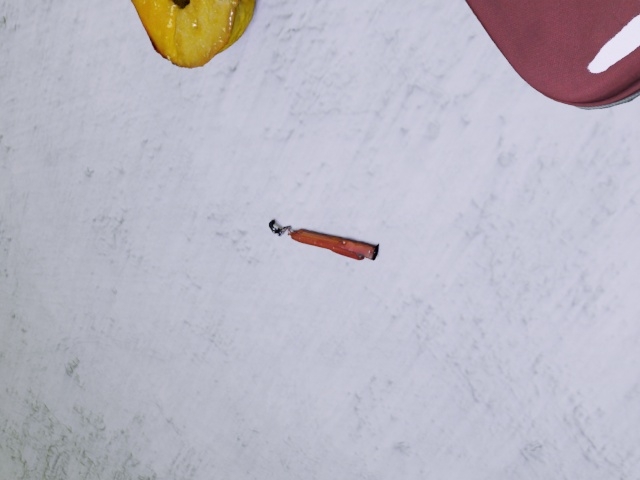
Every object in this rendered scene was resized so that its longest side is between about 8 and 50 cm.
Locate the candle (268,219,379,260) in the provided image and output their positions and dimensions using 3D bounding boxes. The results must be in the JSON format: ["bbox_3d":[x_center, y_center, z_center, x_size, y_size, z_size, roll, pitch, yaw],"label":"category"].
[{"bbox_3d":[0.000,0.001,1.218,0.167,0.021,0.026,14,121,29],"label":"candle"}]

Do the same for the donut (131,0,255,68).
[{"bbox_3d":[-0.155,-0.311,1.122,0.190,0.074,0.174,51,133,6],"label":"donut"}]

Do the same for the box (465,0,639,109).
[{"bbox_3d":[0.201,-0.314,0.793,0.263,0.108,0.404,-41,75,44],"label":"box"}]
